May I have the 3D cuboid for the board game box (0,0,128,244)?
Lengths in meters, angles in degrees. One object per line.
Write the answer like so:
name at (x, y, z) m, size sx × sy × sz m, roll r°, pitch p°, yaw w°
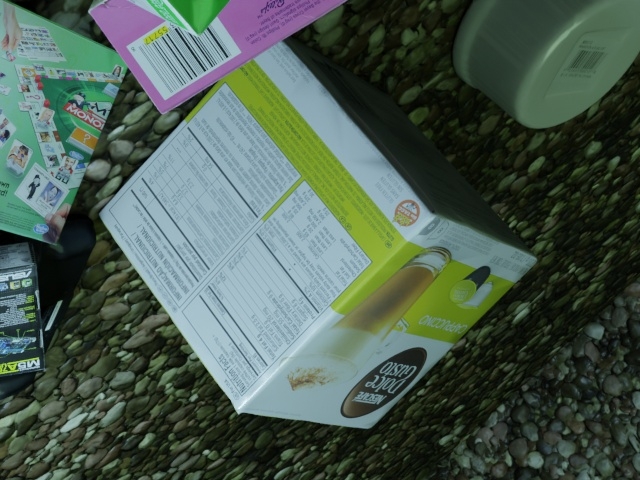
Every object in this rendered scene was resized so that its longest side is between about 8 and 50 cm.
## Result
board game box at (-0.337, -0.130, 1.344) m, size 0.317 × 0.046 × 0.213 m, roll 21°, pitch 92°, yaw -53°

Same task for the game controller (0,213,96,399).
game controller at (-0.384, 0.096, 1.747) m, size 0.166 × 0.067 × 0.319 m, roll -28°, pitch 155°, yaw -52°

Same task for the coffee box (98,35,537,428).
coffee box at (0.000, 0.000, 1.761) m, size 0.334 × 0.338 × 0.337 m, roll -46°, pitch 152°, yaw 13°

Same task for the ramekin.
ramekin at (0.333, -0.287, 1.972) m, size 0.277 × 0.135 × 0.277 m, roll -30°, pitch 152°, yaw -18°

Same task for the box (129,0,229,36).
box at (-0.112, -0.331, 1.164) m, size 0.262 × 0.231 × 0.127 m, roll -50°, pitch 138°, yaw -7°

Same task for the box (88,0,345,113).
box at (-0.085, -0.254, 1.320) m, size 0.213 × 0.243 × 0.117 m, roll -30°, pitch 112°, yaw 11°

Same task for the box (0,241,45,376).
box at (-0.418, 0.092, 1.618) m, size 0.190 × 0.045 × 0.184 m, roll -9°, pitch 138°, yaw -15°
